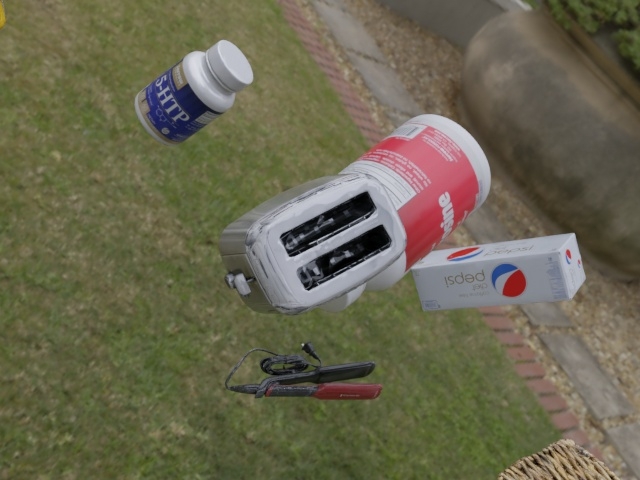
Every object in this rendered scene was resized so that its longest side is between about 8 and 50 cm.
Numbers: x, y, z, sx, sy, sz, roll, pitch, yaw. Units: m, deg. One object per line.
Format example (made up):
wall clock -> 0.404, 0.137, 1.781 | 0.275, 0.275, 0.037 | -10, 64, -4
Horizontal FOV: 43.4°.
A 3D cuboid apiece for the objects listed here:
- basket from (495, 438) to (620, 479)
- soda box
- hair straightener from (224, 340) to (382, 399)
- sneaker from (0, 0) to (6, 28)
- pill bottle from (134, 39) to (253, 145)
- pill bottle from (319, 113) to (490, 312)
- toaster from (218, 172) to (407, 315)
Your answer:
basket -> 0.469, 0.548, 1.501 | 0.213, 0.223, 0.299 | -24, 59, -16
soda box -> 0.236, 0.045, 1.083 | 0.074, 0.216, 0.069 | -33, 110, -51
hair straightener -> -0.027, 0.195, 1.186 | 0.230, 0.047, 0.089 | -1, 50, -14
sneaker -> -0.255, -0.193, 0.550 | 0.093, 0.225, 0.088 | 18, 20, -30
pill bottle -> -0.209, -0.249, 1.343 | 0.112, 0.187, 0.112 | 41, 32, -33
pill bottle -> 0.120, -0.051, 1.526 | 0.229, 0.229, 0.408 | 47, 60, 7
toaster -> 0.000, 0.000, 0.915 | 0.129, 0.227, 0.146 | 66, -14, -8
